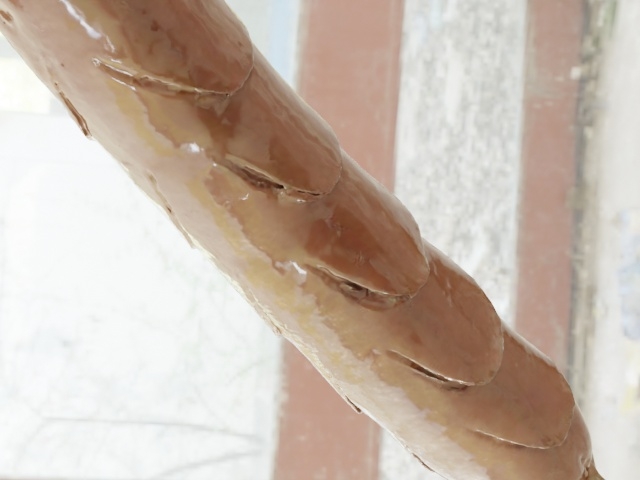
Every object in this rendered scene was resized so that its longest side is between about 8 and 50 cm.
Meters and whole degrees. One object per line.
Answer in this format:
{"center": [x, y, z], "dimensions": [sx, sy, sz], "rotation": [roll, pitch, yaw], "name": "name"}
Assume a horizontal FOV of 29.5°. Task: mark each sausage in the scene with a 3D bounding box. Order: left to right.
{"center": [-0.001, 0.000, 0.541], "dimensions": [0.088, 0.433, 0.088], "rotation": [-34, 27, 20], "name": "sausage"}
